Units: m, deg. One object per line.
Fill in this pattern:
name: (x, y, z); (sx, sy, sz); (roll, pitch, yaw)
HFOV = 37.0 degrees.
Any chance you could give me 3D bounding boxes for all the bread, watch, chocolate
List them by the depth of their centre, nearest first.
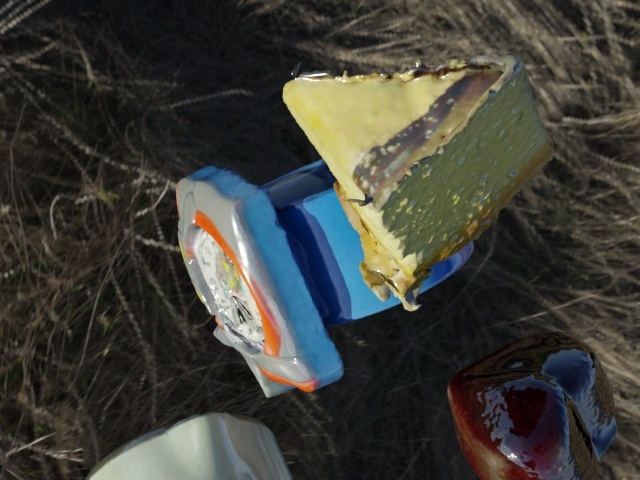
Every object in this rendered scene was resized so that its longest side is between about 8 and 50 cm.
bread: (0.066, -0.057, 0.598); (0.152, 0.147, 0.127); (-31, 61, 3)
chocolate: (0.158, 0.120, 0.730); (0.125, 0.080, 0.148); (16, 51, 32)
watch: (0.000, 0.000, 1.008); (0.275, 0.305, 0.241); (-27, 105, -19)

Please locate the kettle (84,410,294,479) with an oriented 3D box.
kettle: (-0.102, 0.416, 0.967); (0.250, 0.361, 0.376); (-7, 52, -24)
